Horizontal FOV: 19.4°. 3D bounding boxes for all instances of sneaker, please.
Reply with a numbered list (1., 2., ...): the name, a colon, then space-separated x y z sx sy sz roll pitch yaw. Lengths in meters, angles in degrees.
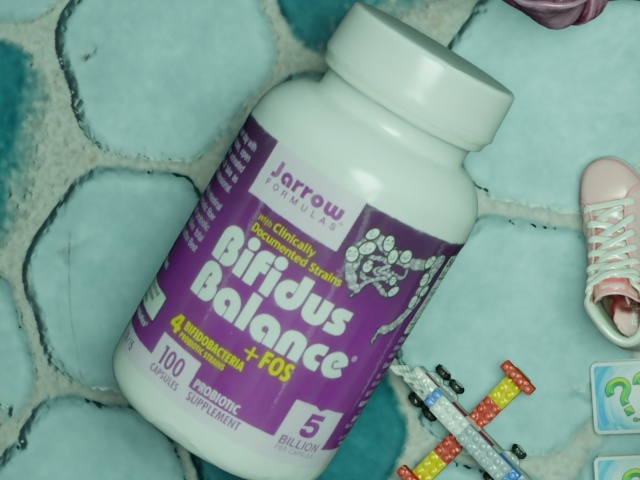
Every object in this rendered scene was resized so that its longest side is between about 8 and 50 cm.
1. sneaker: 0.198 0.009 1.240 0.051 0.070 0.134 -11 87 20

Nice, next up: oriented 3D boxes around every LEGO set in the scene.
1. LEGO set: 0.140 0.172 1.272 0.244 0.060 0.182 -3 87 18

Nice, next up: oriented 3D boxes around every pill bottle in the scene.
1. pill bottle: 0.000 0.000 1.251 0.169 0.169 0.301 33 102 14

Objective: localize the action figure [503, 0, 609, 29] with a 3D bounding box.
1. action figure: 0.085 -0.206 1.208 0.370 0.248 0.276 24 135 -8
